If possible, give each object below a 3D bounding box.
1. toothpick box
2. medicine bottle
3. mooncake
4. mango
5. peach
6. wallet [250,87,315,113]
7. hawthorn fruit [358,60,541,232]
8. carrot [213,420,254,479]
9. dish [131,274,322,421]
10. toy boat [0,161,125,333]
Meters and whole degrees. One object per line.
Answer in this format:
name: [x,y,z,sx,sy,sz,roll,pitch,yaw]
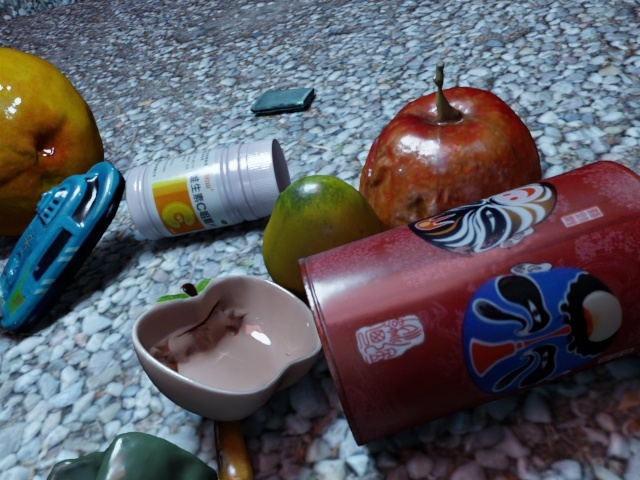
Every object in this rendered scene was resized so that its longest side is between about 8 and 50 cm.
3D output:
toothpick box: [0.164,0.063,0.599,0.333,0.204,0.204,-19,39,0]
medicine bottle: [-0.181,-0.084,0.959,0.249,0.133,0.133,-10,40,8]
mooncake: [-0.188,0.250,0.544,0.168,0.175,0.104,16,45,0]
mango: [0.005,0.003,0.726,0.151,0.221,0.120,19,58,-6]
peach: [-0.571,-0.177,1.053,0.301,0.343,0.343,23,54,42]
wallet: [-0.082,-0.306,1.263,0.129,0.026,0.088,-1,38,21]
hawthorn fruit: [0.165,-0.105,0.742,0.242,0.272,0.242,-4,46,4]
carrot: [-0.106,0.206,0.663,0.037,0.037,0.190,-19,39,-2]
dish: [-0.106,0.132,0.671,0.213,0.090,0.213,7,29,-4]
toy boat: [-0.431,-0.007,0.902,0.134,0.092,0.299,28,84,46]
